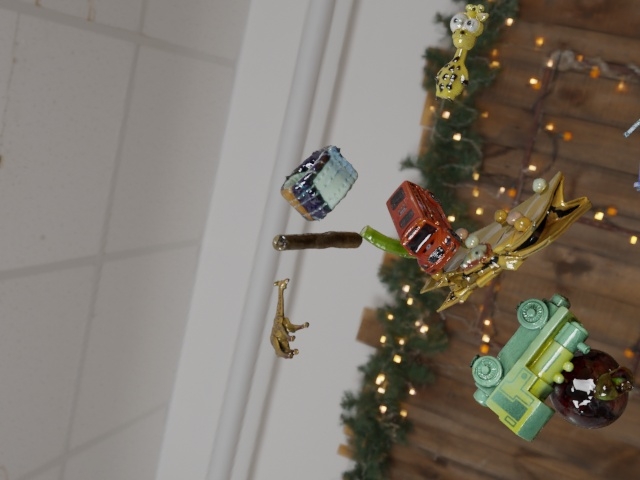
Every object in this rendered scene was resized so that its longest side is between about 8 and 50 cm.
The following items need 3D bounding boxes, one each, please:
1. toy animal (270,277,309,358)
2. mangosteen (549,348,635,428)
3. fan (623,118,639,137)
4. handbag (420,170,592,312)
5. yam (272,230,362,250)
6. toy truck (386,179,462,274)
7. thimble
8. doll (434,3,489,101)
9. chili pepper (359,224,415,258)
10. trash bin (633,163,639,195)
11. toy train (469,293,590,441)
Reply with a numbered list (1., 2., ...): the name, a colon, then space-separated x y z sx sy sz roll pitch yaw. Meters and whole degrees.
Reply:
1. toy animal: -0.105 0.231 2.135 0.149 0.054 0.275 -57 31 23
2. mangosteen: 0.715 0.393 1.951 0.216 0.216 0.216 -52 -28 -44
3. fan: 0.946 -0.367 2.112 0.193 0.016 0.038 -48 -4 28
4. handbag: 0.435 0.008 1.780 0.401 0.133 0.283 -38 4 47
5. yam: 0.000 0.000 1.646 0.045 0.045 0.327 -42 -20 25
6. toy truck: 0.238 -0.034 1.744 0.107 0.114 0.252 -50 26 22
7. thimble: -0.001 -0.180 2.268 0.150 0.237 0.237 45 -128 -17
8. doll: 0.403 -0.540 2.122 0.086 0.117 0.291 12 -83 -53
9. chili pepper: 0.198 0.011 1.979 0.052 0.202 0.050 -67 19 12
10. trash bin: 0.999 -0.236 2.089 0.184 0.162 0.234 4 -96 -36
11. toy train: 0.569 0.318 1.948 0.369 0.237 0.150 -53 -44 3
